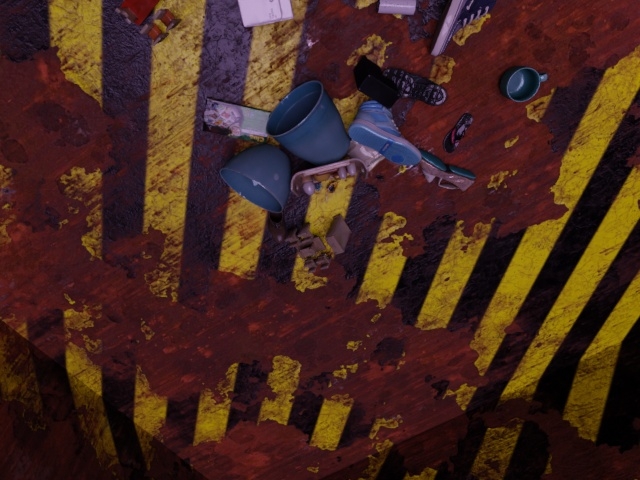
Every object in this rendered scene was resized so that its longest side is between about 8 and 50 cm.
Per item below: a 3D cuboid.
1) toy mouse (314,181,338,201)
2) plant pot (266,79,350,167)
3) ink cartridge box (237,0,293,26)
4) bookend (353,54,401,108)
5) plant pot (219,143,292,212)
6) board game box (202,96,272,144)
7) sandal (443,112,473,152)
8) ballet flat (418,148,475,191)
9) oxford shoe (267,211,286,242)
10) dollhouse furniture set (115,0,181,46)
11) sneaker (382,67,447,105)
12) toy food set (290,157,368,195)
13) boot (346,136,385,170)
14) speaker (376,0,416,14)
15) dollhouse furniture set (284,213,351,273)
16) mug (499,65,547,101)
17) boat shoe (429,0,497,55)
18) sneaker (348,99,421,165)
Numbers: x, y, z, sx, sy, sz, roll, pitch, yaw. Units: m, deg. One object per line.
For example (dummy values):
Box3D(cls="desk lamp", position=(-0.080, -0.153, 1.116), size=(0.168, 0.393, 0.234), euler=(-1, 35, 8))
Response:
Box3D(cls="toy mouse", position=(0.015, -0.269, 1.862), size=(0.143, 0.031, 0.161), euler=(32, 111, -19))
Box3D(cls="plant pot", position=(-0.024, -0.425, 1.660), size=(0.272, 0.271, 0.255), euler=(-38, 128, 15))
Box3D(cls="ink cartridge box", position=(-0.188, -0.824, 1.439), size=(0.168, 0.232, 0.171), euler=(-11, 118, 1))
Box3D(cls="bookend", position=(0.214, -0.606, 1.637), size=(0.156, 0.157, 0.072), euler=(21, 133, -27))
Box3D(cls="plant pot", position=(-0.230, -0.274, 1.731), size=(0.290, 0.290, 0.195), euler=(35, 74, -20))
Box3D(cls="board game box", position=(-0.336, -0.480, 1.726), size=(0.260, 0.030, 0.136), euler=(11, 114, -10))
Box3D(cls="sandal", position=(0.580, -0.450, 1.805), size=(0.067, 0.040, 0.179), euler=(23, 114, -16))
Box3D(cls="ballet flat", position=(0.522, -0.289, 1.855), size=(0.316, 0.107, 0.106), euler=(21, 128, -14))
Box3D(cls="oxford shoe", position=(-0.199, -0.077, 1.912), size=(0.083, 0.096, 0.227), euler=(-8, 120, -2))
Box3D(cls="dollhouse furniture set", position=(-0.585, -0.861, 1.471), size=(0.259, 0.135, 0.262), euler=(-33, 116, 25))
Box3D(cls="sneaker", position=(0.367, -0.600, 1.684), size=(0.268, 0.106, 0.101), euler=(25, 120, 5))
Box3D(cls="toy food set", position=(0.039, -0.239, 1.725), size=(0.306, 0.220, 0.092), euler=(-13, 87, 4))
Box3D(cls="boot", position=(0.206, -0.402, 1.784), size=(0.213, 0.077, 0.165), euler=(-42, 111, 18))
Box3D(cls="speaker", position=(0.276, -0.855, 1.559), size=(0.136, 0.055, 0.055), euler=(0, 118, -5))
Box3D(cls="dollhouse furniture set", position=(0.000, 0.000, 1.970), size=(0.242, 0.161, 0.212), euler=(-18, 120, 30))
Box3D(cls="mug", position=(0.794, -0.620, 1.700), size=(0.158, 0.097, 0.129), euler=(13, 116, -12))
Box3D(cls="boat shoe", position=(0.534, -0.824, 1.552), size=(0.158, 0.127, 0.340), euler=(19, 114, -5))
Box3D(cls="sneaker", position=(0.277, -0.444, 1.698), size=(0.319, 0.208, 0.127), euler=(26, 152, -17))
